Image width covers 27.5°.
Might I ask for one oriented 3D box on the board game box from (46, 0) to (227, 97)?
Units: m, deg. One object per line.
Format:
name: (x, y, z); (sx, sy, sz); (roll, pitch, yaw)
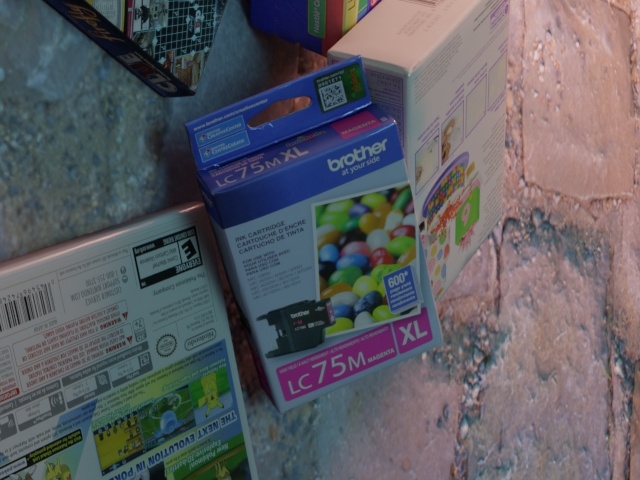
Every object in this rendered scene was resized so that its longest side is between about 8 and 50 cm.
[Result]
board game box: (-0.143, -0.276, 1.190); (0.165, 0.042, 0.243); (39, 59, -44)

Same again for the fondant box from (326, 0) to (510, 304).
fondant box: (0.109, -0.102, 1.377); (0.238, 0.096, 0.330); (-48, 145, -41)

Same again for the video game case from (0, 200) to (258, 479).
video game case: (-0.188, 0.147, 1.123); (0.329, 0.036, 0.300); (-22, 106, -51)

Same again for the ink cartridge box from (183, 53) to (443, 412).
ink cartridge box: (0.000, 0.000, 1.232); (0.185, 0.065, 0.311); (-22, 120, -11)

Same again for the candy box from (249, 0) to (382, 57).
candy box: (0.057, -0.378, 1.308); (0.317, 0.122, 0.268); (-47, 153, -40)
